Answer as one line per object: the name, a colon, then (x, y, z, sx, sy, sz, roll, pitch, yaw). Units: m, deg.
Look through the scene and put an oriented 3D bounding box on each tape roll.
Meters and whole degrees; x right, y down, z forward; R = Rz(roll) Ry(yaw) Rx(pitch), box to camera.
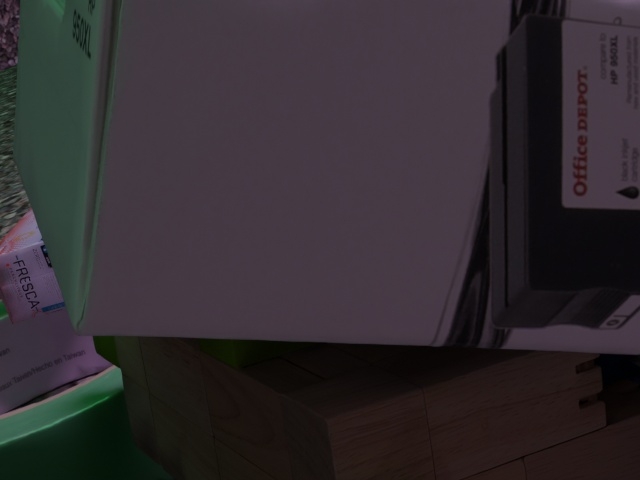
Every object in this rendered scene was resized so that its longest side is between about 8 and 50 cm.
tape roll: (-0.197, 0.111, 1.055, 0.321, 0.077, 0.321, -17, 18, 6)

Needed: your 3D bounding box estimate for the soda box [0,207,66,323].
soda box: (-0.210, 0.002, 1.173, 0.063, 0.058, 0.183, -16, 17, 10)

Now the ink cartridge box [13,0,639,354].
ink cartridge box: (0.062, -0.067, 0.701, 0.395, 0.166, 0.285, 4, 16, -18)

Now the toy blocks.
toy blocks: (0.058, 0.071, 0.795, 0.261, 0.190, 0.381, -15, 15, -25)
